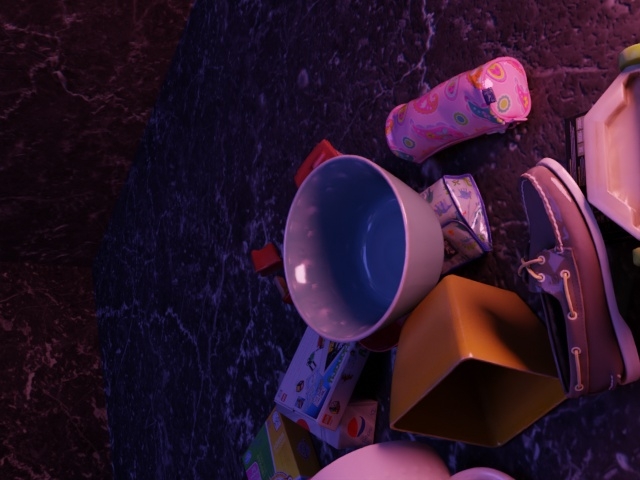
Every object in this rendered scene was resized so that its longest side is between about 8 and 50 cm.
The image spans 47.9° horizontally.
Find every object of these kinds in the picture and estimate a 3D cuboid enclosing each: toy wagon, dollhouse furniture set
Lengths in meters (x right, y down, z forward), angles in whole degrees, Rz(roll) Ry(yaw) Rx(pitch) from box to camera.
[{"bbox_3d":[0.481,-0.111,0.815,0.344,0.068,0.267,-6,79,34],"label":"toy wagon"},{"bbox_3d":[0.000,0.000,1.482,0.374,0.201,0.152,-52,41,25],"label":"dollhouse furniture set"}]

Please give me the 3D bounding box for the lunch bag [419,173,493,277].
[{"bbox_3d":[0.227,-0.023,1.280,0.129,0.096,0.151,-37,70,47],"label":"lunch bag"}]

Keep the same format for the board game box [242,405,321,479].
[{"bbox_3d":[-0.078,0.587,1.706,0.242,0.064,0.316,-60,38,34],"label":"board game box"}]

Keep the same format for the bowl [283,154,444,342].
[{"bbox_3d":[0.091,0.016,1.237,0.311,0.163,0.312,-4,84,51],"label":"bowl"}]

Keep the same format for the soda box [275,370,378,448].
[{"bbox_3d":[0.006,0.364,1.577,0.286,0.091,0.098,10,94,59],"label":"soda box"}]

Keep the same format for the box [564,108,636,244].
[{"bbox_3d":[0.417,-0.094,0.977,0.147,0.077,0.180,-16,71,57],"label":"box"}]

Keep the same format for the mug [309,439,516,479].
[{"bbox_3d":[0.171,0.497,1.094,0.374,0.276,0.328,-34,43,6],"label":"mug"}]

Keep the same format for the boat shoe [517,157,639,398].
[{"bbox_3d":[0.324,0.055,0.958,0.116,0.096,0.324,-120,9,-82],"label":"boat shoe"}]

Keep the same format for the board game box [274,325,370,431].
[{"bbox_3d":[0.026,0.224,1.501,0.193,0.053,0.305,7,68,60],"label":"board game box"}]

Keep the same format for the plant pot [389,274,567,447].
[{"bbox_3d":[0.237,0.180,1.131,0.212,0.212,0.187,-55,28,40],"label":"plant pot"}]

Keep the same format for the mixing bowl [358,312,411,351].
[{"bbox_3d":[0.145,0.121,1.367,0.181,0.098,0.181,-13,73,49],"label":"mixing bowl"}]

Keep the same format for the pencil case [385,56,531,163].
[{"bbox_3d":[0.237,-0.221,1.266,0.284,0.124,0.124,-15,72,56],"label":"pencil case"}]

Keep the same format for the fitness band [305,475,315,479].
[{"bbox_3d":[0.017,0.623,1.479,0.209,0.054,0.291,15,100,31],"label":"fitness band"}]
